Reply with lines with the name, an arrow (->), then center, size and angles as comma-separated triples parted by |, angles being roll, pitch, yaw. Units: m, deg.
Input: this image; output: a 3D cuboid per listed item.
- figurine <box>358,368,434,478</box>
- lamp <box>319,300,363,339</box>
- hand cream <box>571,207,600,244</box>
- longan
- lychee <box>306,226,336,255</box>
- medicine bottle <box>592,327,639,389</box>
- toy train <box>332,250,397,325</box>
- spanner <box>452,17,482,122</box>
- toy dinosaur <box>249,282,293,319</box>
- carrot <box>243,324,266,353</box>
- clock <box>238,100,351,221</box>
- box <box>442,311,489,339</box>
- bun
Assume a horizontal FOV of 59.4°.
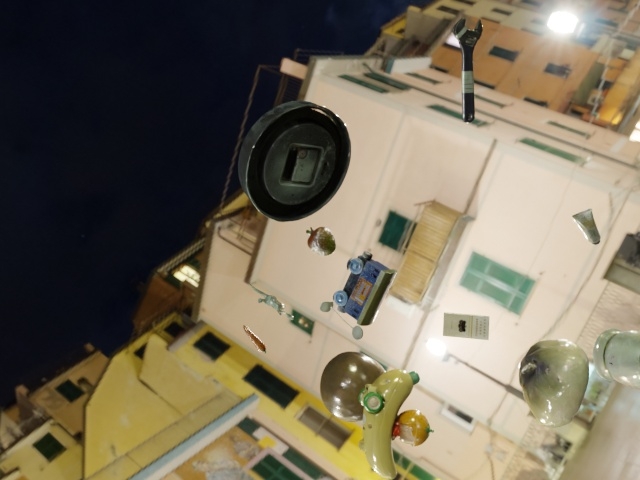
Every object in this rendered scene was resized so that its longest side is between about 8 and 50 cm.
figurine -> 0.228, 0.558, 1.713 | 0.124, 0.222, 0.325 | 130, 143, -80
lamp -> 0.078, 0.291, 2.040 | 0.056, 0.198, 0.050 | 4, -62, -46
hand cream -> 0.936, -0.045, 1.954 | 0.194, 0.067, 0.042 | 41, -141, -40
longan -> 0.121, 0.516, 1.999 | 0.258, 0.258, 0.258 | -44, -30, -34
lychee -> 0.000, 0.000, 2.330 | 0.114, 0.146, 0.114 | -44, -7, -7
medicine bottle -> 0.801, 0.304, 1.439 | 0.147, 0.147, 0.143 | -54, 18, -16
toy train -> 0.189, 0.205, 2.412 | 0.131, 0.202, 0.300 | -3, -60, -55
spanner -> 0.449, -0.507, 1.687 | 0.087, 0.024, 0.316 | -14, -61, -5
toy dinosaur -> -0.159, 0.203, 1.875 | 0.106, 0.187, 0.044 | 28, -89, -40
carrot -> -0.260, 0.392, 2.221 | 0.035, 0.142, 0.035 | -39, 5, 4
clock -> -0.077, -0.244, 1.740 | 0.386, 0.076, 0.386 | -21, -50, -27
box -> 0.541, 0.318, 2.084 | 0.024, 0.166, 0.090 | -1, -86, -72
bun -> 0.696, 0.423, 1.703 | 0.273, 0.168, 0.273 | 16, -90, -88
